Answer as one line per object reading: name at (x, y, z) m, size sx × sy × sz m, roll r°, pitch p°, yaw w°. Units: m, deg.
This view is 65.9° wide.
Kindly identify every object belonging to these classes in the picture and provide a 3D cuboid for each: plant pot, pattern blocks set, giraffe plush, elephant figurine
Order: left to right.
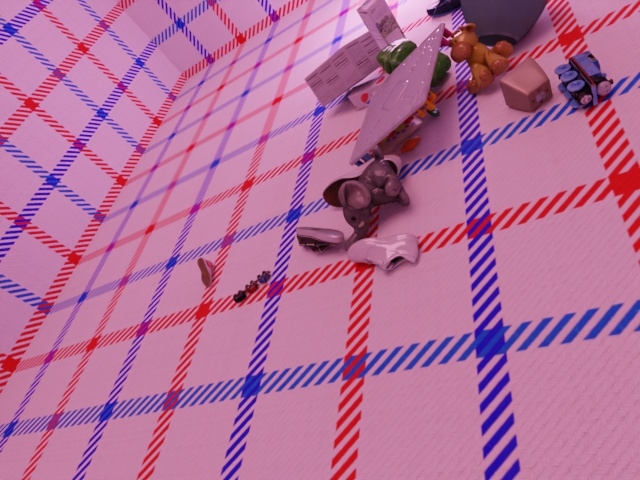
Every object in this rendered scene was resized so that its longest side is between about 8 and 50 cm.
elephant figurine at (0.126, -0.117, 1.461) m, size 0.240 × 0.169 × 0.186 m, roll -31°, pitch 42°, yaw 10°
pattern blocks set at (0.260, -0.372, 1.726) m, size 0.325 × 0.026 × 0.285 m, roll -32°, pitch 36°, yaw 15°
giraffe plush at (0.489, -0.603, 1.579) m, size 0.181 × 0.171 × 0.210 m, roll -42°, pitch 24°, yaw 43°
plant pot at (0.595, -0.757, 1.629) m, size 0.290 × 0.290 × 0.195 m, roll 16°, pitch 100°, yaw 51°
plant pot at (0.592, -0.431, 1.403) m, size 0.109 × 0.109 × 0.096 m, roll -38°, pitch 47°, yaw 7°

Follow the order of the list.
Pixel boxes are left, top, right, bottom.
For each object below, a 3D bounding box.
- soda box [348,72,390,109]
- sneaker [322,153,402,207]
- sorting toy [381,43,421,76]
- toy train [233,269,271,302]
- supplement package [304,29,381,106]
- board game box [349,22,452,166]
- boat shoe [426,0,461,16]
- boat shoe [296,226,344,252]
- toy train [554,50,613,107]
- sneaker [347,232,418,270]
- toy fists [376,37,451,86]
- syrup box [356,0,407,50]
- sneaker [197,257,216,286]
soda box at (0.222, -0.595, 1.957) m, size 0.216 × 0.074 × 0.069 m, roll -11°, pitch 46°, yaw 36°
sneaker at (0.144, -0.194, 1.614) m, size 0.290 × 0.105 × 0.123 m, roll -22°, pitch 15°, yaw 31°
sorting toy at (0.349, -0.719, 1.975) m, size 0.209 × 0.038 × 0.192 m, roll -12°, pitch 41°, yaw 26°
toy train at (-0.227, 0.154, 1.645) m, size 0.158 × 0.027 × 0.036 m, roll -39°, pitch 38°, yaw 6°
supplement package at (0.104, -0.702, 2.030) m, size 0.262 × 0.145 × 0.204 m, roll -20°, pitch 20°, yaw 50°
board game box at (0.261, -0.464, 1.625) m, size 0.390 × 0.050 × 0.389 m, roll -36°, pitch 29°, yaw 53°
boat shoe at (0.558, -1.025, 2.071) m, size 0.259 × 0.089 × 0.109 m, roll -7°, pitch 48°, yaw 40°
boat shoe at (0.000, 0.000, 1.554) m, size 0.078 × 0.070 × 0.219 m, roll -10°, pitch 12°, yaw -32°
toy train at (0.698, -0.427, 1.314) m, size 0.105 × 0.080 × 0.184 m, roll -21°, pitch 40°, yaw 19°
sneaker at (0.163, 0.044, 1.346) m, size 0.212 × 0.080 × 0.094 m, roll -14°, pitch 56°, yaw 33°
toy fists at (0.334, -0.646, 1.821) m, size 0.279 × 0.096 × 0.142 m, roll 36°, pitch 63°, yaw 28°
syrup box at (0.265, -0.922, 2.119) m, size 0.093 × 0.237 × 0.096 m, roll -45°, pitch 35°, yaw -1°
sneaker at (-0.421, 0.123, 1.866) m, size 0.042 × 0.067 × 0.118 m, roll -28°, pitch 67°, yaw 17°
